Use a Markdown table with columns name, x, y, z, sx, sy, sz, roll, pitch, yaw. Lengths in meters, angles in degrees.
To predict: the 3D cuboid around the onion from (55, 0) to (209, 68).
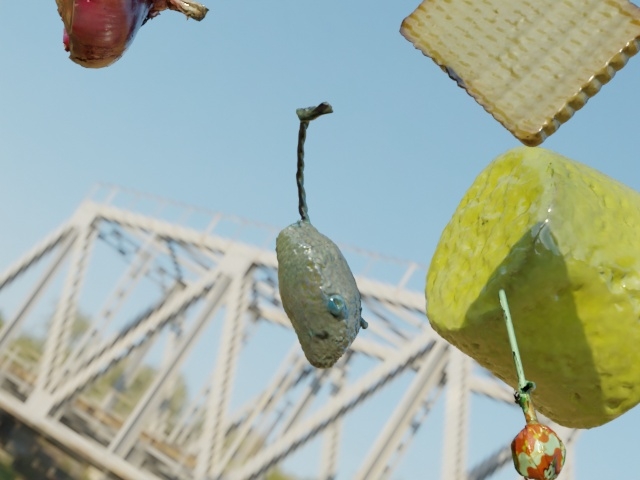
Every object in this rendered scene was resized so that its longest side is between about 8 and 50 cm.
| name | x | y | z | sx | sy | sz | roll | pitch | yaw |
| --- | --- | --- | --- | --- | --- | --- | --- | --- | --- |
| onion | -0.168 | -0.225 | 1.261 | 0.140 | 0.150 | 0.150 | 3 | -11 | -9 |

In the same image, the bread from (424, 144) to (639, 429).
| name | x | y | z | sx | sy | sz | roll | pitch | yaw |
| --- | --- | --- | --- | --- | --- | --- | --- | --- | --- |
| bread | 0.325 | 0.061 | 1.947 | 0.307 | 0.348 | 0.348 | 26 | -10 | -25 |

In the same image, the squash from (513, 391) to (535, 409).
| name | x | y | z | sx | sy | sz | roll | pitch | yaw |
| --- | --- | --- | --- | --- | --- | --- | --- | --- | --- |
| squash | 0.364 | 0.189 | 2.139 | 0.052 | 0.183 | 0.052 | 46 | -16 | 17 |

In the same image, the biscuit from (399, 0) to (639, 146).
| name | x | y | z | sx | sy | sz | roll | pitch | yaw |
| --- | --- | --- | --- | --- | --- | --- | --- | --- | --- |
| biscuit | 0.199 | -0.210 | 1.409 | 0.029 | 0.172 | 0.254 | 40 | 9 | -45 |

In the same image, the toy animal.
| name | x | y | z | sx | sy | sz | roll | pitch | yaw |
| --- | --- | --- | --- | --- | --- | --- | --- | --- | --- |
| toy animal | -0.005 | -0.004 | 1.353 | 0.079 | 0.253 | 0.070 | -4 | 4 | 19 |

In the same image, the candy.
| name | x | y | z | sx | sy | sz | roll | pitch | yaw |
| --- | --- | --- | --- | --- | --- | --- | --- | --- | --- |
| candy | 0.184 | 0.131 | 1.280 | 0.049 | 0.185 | 0.055 | -12 | -20 | 5 |
